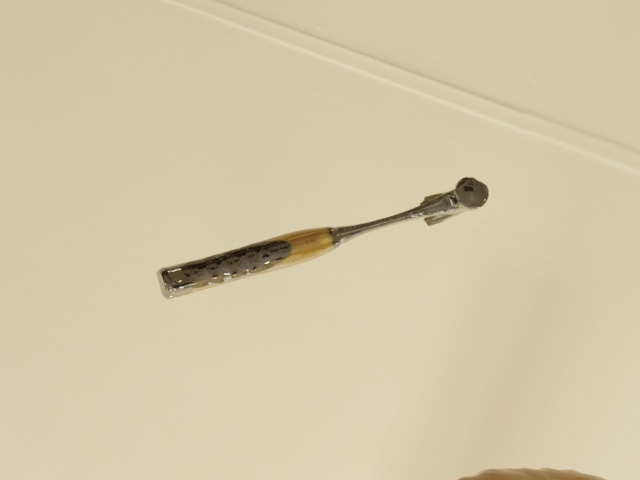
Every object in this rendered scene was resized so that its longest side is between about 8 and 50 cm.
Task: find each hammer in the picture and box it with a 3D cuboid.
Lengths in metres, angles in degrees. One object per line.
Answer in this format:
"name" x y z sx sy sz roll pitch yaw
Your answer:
"hammer" 0.000 0.000 0.564 0.201 0.078 0.021 -16 -93 -1

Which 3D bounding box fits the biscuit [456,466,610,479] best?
"biscuit" 0.130 0.194 0.440 0.220 0.220 0.066 16 -66 15
